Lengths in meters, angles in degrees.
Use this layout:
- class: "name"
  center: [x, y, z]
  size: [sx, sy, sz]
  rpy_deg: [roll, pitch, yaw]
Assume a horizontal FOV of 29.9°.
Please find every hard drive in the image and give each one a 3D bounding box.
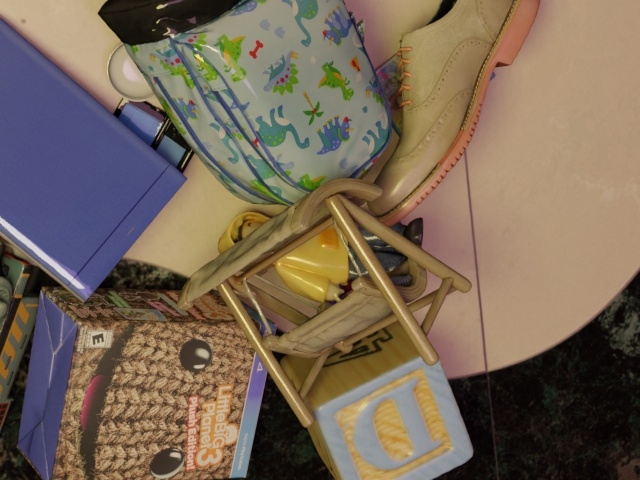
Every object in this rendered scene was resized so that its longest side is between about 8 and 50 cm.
- class: "hard drive"
  center: [-0.356, -0.104, 1.520]
  size: [0.318, 0.040, 0.210]
  rpy_deg: [41, 71, -9]

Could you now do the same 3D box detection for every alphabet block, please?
- class: "alphabet block"
  center: [0.079, 0.240, 1.734]
  size: [0.193, 0.197, 0.192]
  rpy_deg: [-24, 110, -9]

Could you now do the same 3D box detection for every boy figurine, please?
- class: "boy figurine"
  center: [0.000, 0.000, 1.679]
  size: [0.285, 0.092, 0.177]
  rpy_deg: [7, 72, -1]

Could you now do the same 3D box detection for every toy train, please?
- class: "toy train"
  center: [-0.464, 0.148, 1.560]
  size: [0.142, 0.190, 0.334]
  rpy_deg: [21, 94, 18]

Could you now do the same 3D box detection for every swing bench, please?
- class: "swing bench"
  center: [0.003, 0.063, 1.517]
  size: [0.255, 0.165, 0.253]
  rpy_deg: [46, 133, -14]

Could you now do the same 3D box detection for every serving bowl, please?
- class: "serving bowl"
  center: [-0.244, -0.228, 1.595]
  size: [0.083, 0.027, 0.083]
  rpy_deg: [-4, 106, -15]

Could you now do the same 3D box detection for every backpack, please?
- class: "backpack"
  center: [-0.068, -0.205, 1.546]
  size: [0.290, 0.273, 0.356]
  rpy_deg: [-42, 130, -33]

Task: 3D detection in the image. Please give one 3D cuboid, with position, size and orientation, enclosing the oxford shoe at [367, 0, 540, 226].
- class: "oxford shoe"
  center: [0.147, -0.207, 1.637]
  size: [0.146, 0.140, 0.397]
  rpy_deg: [32, 77, -16]

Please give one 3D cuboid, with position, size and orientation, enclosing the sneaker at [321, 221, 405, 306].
- class: "sneaker"
  center: [0.071, 0.044, 1.743]
  size: [0.068, 0.071, 0.170]
  rpy_deg: [40, 91, -22]

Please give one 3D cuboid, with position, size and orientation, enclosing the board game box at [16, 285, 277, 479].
- class: "board game box"
  center: [-0.235, 0.195, 1.618]
  size: [0.291, 0.141, 0.232]
  rpy_deg: [3, 105, -34]

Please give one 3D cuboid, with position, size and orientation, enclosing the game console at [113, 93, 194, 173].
- class: "game console"
  center: [-0.238, -0.117, 1.608]
  size: [0.071, 0.107, 0.122]
  rpy_deg: [23, 100, -50]

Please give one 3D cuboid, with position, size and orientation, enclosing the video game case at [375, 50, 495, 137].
- class: "video game case"
  center: [0.156, -0.232, 1.719]
  size: [0.166, 0.015, 0.119]
  rpy_deg: [-39, 112, -3]
